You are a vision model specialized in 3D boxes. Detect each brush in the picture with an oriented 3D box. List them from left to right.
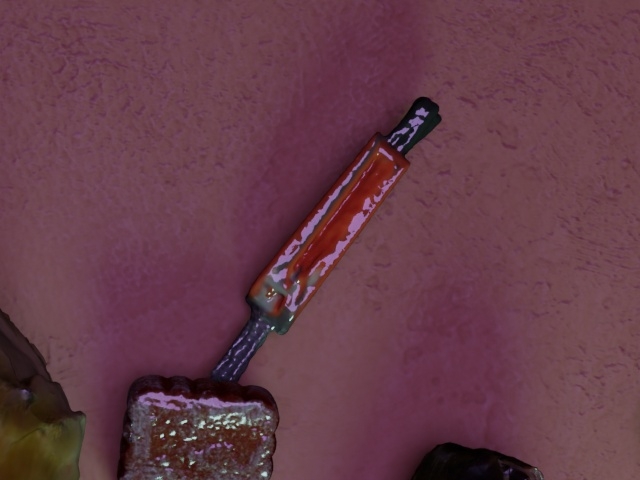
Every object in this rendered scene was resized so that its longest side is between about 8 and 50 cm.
[{"bbox_3d":[-0.001,0.000,1.716,0.051,0.070,0.323,37,84,-3],"label":"brush"}]

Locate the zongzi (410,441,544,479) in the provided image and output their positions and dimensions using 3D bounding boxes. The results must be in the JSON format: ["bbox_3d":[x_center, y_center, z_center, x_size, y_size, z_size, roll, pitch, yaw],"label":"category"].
[{"bbox_3d":[0.181,0.361,1.726,0.317,0.154,0.289,30,78,-30],"label":"zongzi"}]

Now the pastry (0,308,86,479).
[{"bbox_3d":[-0.393,0.170,1.534,0.410,0.245,0.409,0,91,-11],"label":"pastry"}]

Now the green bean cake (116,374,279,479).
[{"bbox_3d":[-0.109,0.188,1.679,0.135,0.056,0.135,6,104,-10],"label":"green bean cake"}]
